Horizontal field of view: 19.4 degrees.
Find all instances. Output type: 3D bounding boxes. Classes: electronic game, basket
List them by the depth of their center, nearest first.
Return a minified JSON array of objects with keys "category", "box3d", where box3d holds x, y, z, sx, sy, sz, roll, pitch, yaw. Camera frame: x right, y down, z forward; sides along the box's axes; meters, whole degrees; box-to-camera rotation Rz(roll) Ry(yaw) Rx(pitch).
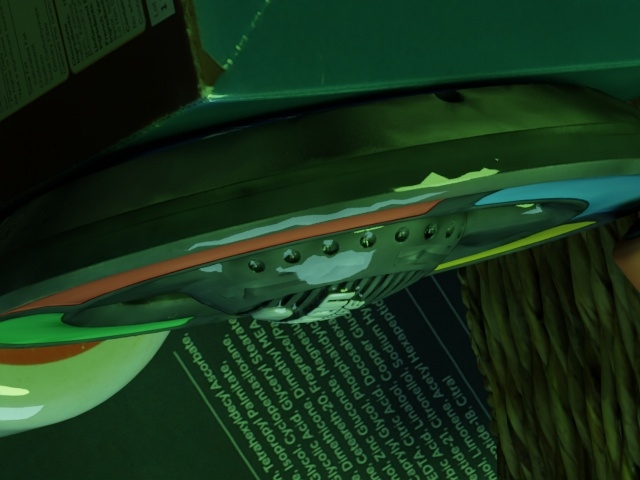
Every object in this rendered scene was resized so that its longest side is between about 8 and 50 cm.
[{"category":"electronic game","box3d":[0.000,0.000,0.571,0.229,0.048,0.229,-12,174,-1]},{"category":"basket","box3d":[0.190,-0.029,0.809,0.223,0.299,0.213,-7,172,-19]}]

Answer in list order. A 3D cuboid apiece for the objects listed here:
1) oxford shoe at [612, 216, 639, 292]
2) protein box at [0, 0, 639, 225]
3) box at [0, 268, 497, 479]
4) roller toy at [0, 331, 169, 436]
[{"category":"oxford shoe","box3d":[0.226,-0.040,0.626,0.271,0.098,0.097,-37,180,-9]},{"category":"protein box","box3d":[-0.017,-0.089,0.600,0.199,0.136,0.201,-8,173,-35]},{"category":"box","box3d":[0.024,0.077,1.120,0.395,0.212,0.293,-34,-175,1]},{"category":"roller toy","box3d":[-0.170,-0.001,0.874,0.209,0.191,0.146,-9,174,-30]}]
